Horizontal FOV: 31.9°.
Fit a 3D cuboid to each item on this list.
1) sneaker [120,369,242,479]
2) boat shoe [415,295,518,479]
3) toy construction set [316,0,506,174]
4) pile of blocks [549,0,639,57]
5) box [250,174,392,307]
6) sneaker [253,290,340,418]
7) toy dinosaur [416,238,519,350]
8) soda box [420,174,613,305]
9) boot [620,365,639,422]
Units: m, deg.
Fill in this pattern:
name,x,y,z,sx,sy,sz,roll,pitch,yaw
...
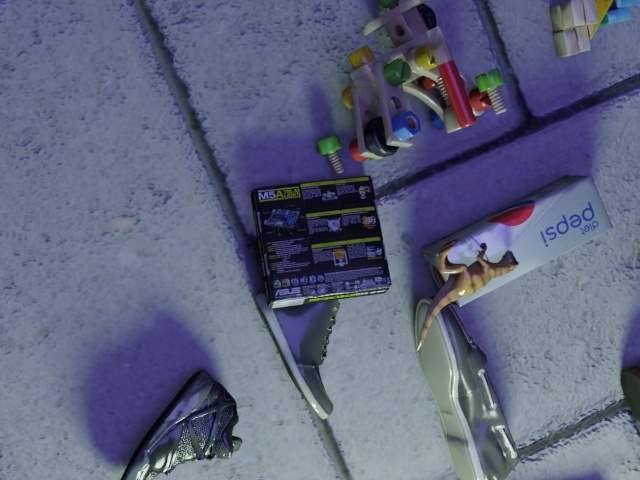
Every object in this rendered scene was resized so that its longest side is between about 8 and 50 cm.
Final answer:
name,x,y,z,sx,sy,sz,roll,pitch,yaw
sneaker,-0.205,0.322,1.699,0.130,0.087,0.227,41,80,-6
boat shoe,0.235,0.235,1.785,0.095,0.112,0.335,-21,104,-23
toy construction set,0.128,-0.261,1.628,0.257,0.309,0.237,-22,94,-18
pile of blocks,0.494,-0.448,1.774,0.149,0.112,0.362,25,90,-13
box,0.000,0.000,1.710,0.190,0.045,0.184,-8,73,-12
sneaker,-0.004,0.160,1.732,0.118,0.083,0.222,-27,99,-9
toy dinosaur,0.208,0.062,1.677,0.211,0.064,0.112,-32,94,-12
soda box,0.311,-0.003,1.782,0.286,0.091,0.098,-26,99,-9
boot,0.613,0.339,1.875,0.115,0.112,0.305,-22,96,-17
